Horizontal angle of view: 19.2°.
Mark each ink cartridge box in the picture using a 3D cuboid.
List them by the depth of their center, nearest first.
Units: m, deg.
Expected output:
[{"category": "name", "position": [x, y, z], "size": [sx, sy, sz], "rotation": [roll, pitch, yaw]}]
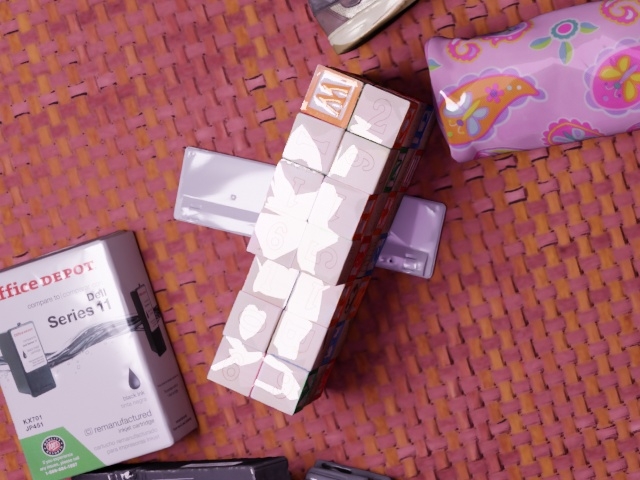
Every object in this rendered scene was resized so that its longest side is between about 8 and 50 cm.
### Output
[{"category": "ink cartridge box", "position": [-0.227, 0.110, 1.802], "size": [0.153, 0.087, 0.208], "rotation": [-19, 92, 14]}]

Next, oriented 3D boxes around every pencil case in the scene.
[{"category": "pencil case", "position": [0.236, -0.151, 1.647], "size": [0.284, 0.124, 0.124], "rotation": [-13, 94, 14]}]

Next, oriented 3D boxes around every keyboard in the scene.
[{"category": "keyboard", "position": [-0.012, -0.027, 1.774], "size": [0.256, 0.014, 0.072], "rotation": [13, 95, 11]}]

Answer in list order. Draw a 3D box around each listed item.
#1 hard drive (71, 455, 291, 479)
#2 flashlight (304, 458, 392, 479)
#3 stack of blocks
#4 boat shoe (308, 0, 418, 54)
[{"category": "hard drive", "position": [-0.109, 0.375, 1.770], "size": [0.237, 0.064, 0.339], "rotation": [-9, 90, 38]}, {"category": "flashlight", "position": [0.124, 0.291, 1.734], "size": [0.304, 0.103, 0.103], "rotation": [13, 96, 10]}, {"category": "stack of blocks", "position": [0.000, 0.000, 1.678], "size": [0.087, 0.171, 0.297], "rotation": [23, 97, 11]}, {"category": "boat shoe", "position": [0.081, -0.257, 1.687], "size": [0.223, 0.080, 0.073], "rotation": [-39, 92, 19]}]
